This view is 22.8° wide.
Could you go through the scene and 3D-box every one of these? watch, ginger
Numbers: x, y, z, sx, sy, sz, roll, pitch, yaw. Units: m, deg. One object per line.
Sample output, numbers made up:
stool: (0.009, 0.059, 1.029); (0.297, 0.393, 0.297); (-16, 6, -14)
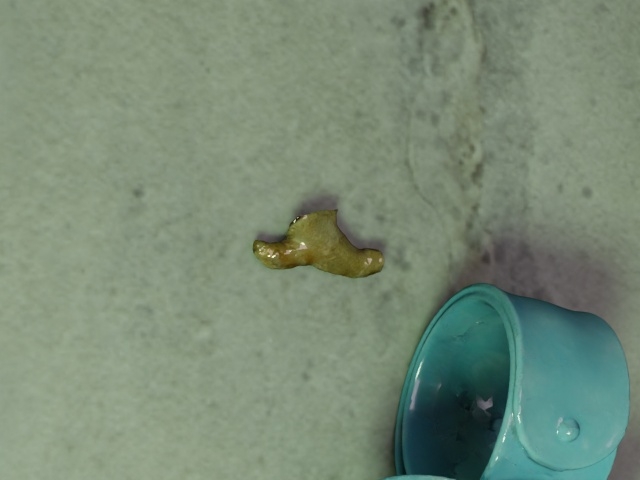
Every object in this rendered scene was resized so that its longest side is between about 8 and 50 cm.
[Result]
watch: (0.118, 0.135, 1.066); (0.211, 0.211, 0.193); (15, 62, -20)
ginger: (-0.001, -0.001, 1.106); (0.097, 0.030, 0.048); (7, 107, -20)
